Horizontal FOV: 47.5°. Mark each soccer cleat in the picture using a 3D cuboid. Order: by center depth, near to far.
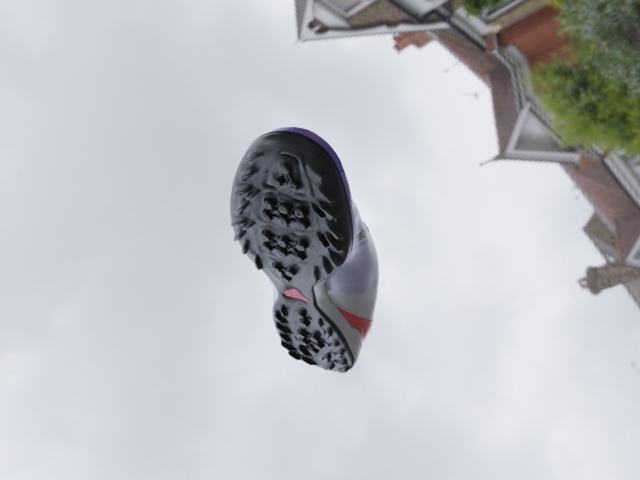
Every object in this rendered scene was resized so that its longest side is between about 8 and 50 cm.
[{"bbox_3d":[0.000,0.000,0.666,0.318,0.109,0.116,78,-147,-50],"label":"soccer cleat"}]
